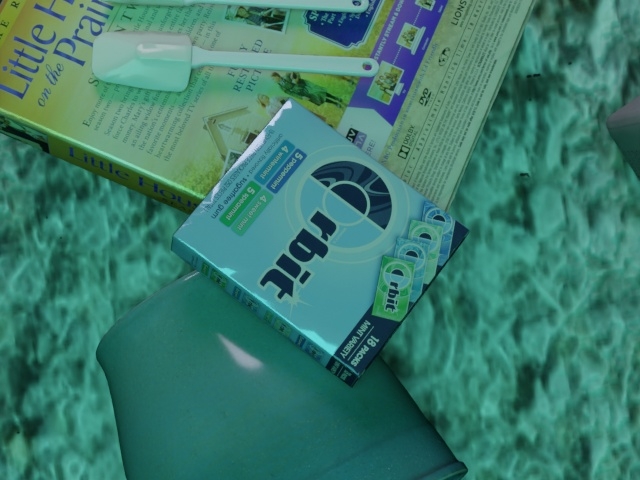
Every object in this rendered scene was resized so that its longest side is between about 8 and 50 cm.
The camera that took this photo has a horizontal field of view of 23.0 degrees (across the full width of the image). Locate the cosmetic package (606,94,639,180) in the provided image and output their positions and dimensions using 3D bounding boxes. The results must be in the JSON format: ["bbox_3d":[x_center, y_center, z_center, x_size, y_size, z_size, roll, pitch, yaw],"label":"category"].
[{"bbox_3d":[0.466,-0.052,1.233,0.329,0.394,0.327,-32,91,4],"label":"cosmetic package"}]

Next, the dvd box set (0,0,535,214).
[{"bbox_3d":[-0.059,-0.160,1.363,0.420,0.062,0.307,23,71,1],"label":"dvd box set"}]

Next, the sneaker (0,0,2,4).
[{"bbox_3d":[-0.332,-0.206,1.431,0.067,0.042,0.118,43,91,3],"label":"sneaker"}]

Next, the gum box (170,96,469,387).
[{"bbox_3d":[0.000,0.000,1.263,0.184,0.041,0.157,36,70,5],"label":"gum box"}]

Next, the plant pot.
[{"bbox_3d":[-0.055,0.157,1.339,0.271,0.271,0.255,-32,77,3],"label":"plant pot"}]

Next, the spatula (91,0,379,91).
[{"bbox_3d":[-0.068,-0.201,1.334,0.242,0.019,0.168,3,67,-7],"label":"spatula"}]
